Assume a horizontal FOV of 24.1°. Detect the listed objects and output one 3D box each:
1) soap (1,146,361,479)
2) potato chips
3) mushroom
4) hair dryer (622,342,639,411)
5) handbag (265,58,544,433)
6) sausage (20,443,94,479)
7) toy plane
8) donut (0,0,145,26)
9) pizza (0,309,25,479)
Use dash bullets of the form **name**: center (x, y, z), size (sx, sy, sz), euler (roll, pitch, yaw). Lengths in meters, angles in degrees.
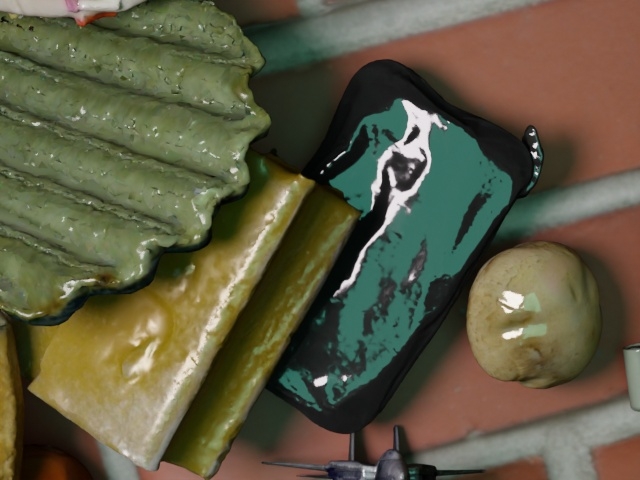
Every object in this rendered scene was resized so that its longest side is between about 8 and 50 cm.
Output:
- **soap**: center (-0.142, 0.027, 1.314), size (0.259, 0.143, 0.281), euler (29, 94, 29)
- **potato chips**: center (-0.255, -0.084, 1.245), size (0.429, 0.070, 0.358), euler (19, 64, 26)
- **mushroom**: center (0.196, 0.068, 1.379), size (0.112, 0.148, 0.148), euler (2, 96, 37)
- **hair dryer**: center (0.352, 0.121, 1.432), size (0.124, 0.038, 0.063), euler (-11, 95, -8)
- **handbag**: center (0.046, 0.000, 1.366), size (0.191, 0.075, 0.332), euler (34, 95, 7)
- **sausage**: center (-0.246, 0.318, 1.357), size (0.141, 0.153, 0.268), euler (-18, 94, 6)
- **toy plane**: center (0.056, 0.217, 1.308), size (0.212, 0.267, 0.088), euler (3, 89, -3)
- **donut**: center (-0.218, -0.366, 1.251), size (0.382, 0.142, 0.383), euler (0, 73, 0)
- **pizza**: center (-0.389, 0.167, 1.252), size (0.287, 0.075, 0.280), euler (15, 85, -4)
